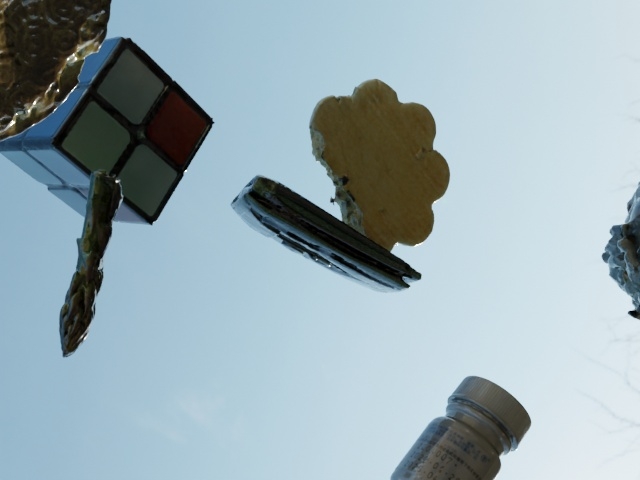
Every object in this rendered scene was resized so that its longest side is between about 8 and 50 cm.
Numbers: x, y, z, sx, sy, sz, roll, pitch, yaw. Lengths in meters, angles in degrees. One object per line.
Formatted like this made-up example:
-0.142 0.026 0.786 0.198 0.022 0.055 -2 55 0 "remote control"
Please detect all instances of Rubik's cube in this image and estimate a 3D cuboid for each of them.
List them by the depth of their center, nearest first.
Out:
-0.283 -0.142 1.086 0.180 0.167 0.183 46 -117 -37 "Rubik's cube"

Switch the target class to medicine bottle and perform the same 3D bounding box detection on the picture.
0.170 0.259 0.999 0.168 0.105 0.105 -47 -67 -22 "medicine bottle"

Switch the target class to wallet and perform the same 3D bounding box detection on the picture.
-0.001 0.002 1.041 0.236 0.160 0.055 32 -101 -9 "wallet"

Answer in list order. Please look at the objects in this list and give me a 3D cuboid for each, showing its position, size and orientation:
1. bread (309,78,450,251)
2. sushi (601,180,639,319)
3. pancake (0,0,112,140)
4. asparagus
0.092 -0.105 1.171 0.182 0.039 0.251 -25 -74 -14 "bread"
0.525 0.023 0.906 0.176 0.417 0.417 78 -161 -50 "sushi"
-0.231 -0.151 0.579 0.021 0.199 0.199 42 -153 25 "pancake"
-0.200 0.020 0.710 0.030 0.036 0.165 11 -103 -7 "asparagus"
